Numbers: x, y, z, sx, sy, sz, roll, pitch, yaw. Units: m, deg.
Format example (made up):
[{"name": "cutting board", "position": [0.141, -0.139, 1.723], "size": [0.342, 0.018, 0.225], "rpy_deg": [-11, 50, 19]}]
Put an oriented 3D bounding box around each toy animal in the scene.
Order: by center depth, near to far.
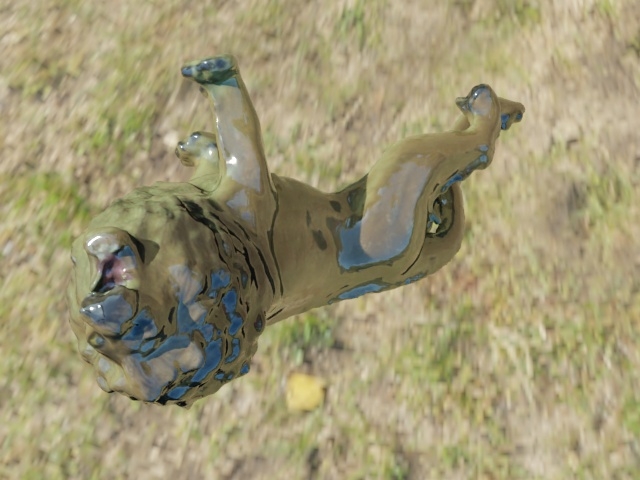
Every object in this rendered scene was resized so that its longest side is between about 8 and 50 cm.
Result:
[{"name": "toy animal", "position": [-0.006, -0.016, 0.596], "size": [0.069, 0.220, 0.086], "rpy_deg": [-36, 83, 47]}]
